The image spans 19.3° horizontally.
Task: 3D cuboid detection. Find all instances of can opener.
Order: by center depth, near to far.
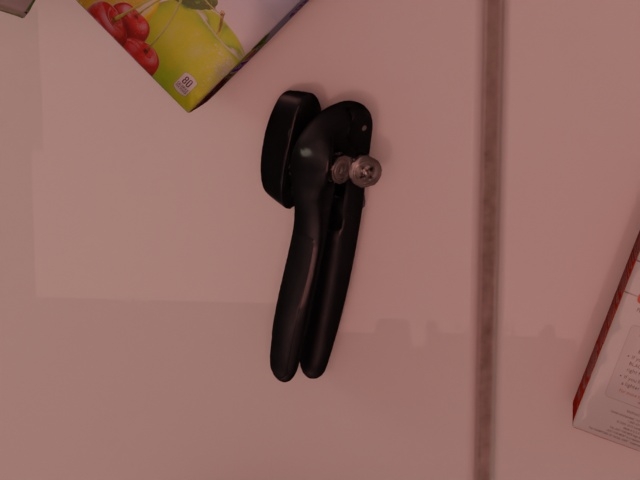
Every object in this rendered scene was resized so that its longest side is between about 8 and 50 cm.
[{"bbox_3d":[0.000,0.000,1.178,0.059,0.073,0.186,-6,108,-32],"label":"can opener"}]

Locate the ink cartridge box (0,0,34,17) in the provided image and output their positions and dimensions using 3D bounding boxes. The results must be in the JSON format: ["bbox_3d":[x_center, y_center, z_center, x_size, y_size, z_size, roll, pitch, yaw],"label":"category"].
[{"bbox_3d":[-0.227,-0.255,1.081,0.219,0.092,0.160,35,100,21],"label":"ink cartridge box"}]

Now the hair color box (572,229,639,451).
[{"bbox_3d":[0.226,0.049,1.158,0.093,0.053,0.167,20,104,3],"label":"hair color box"}]

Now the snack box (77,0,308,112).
[{"bbox_3d":[-0.064,-0.210,1.126,0.174,0.070,0.207,45,102,-3],"label":"snack box"}]
